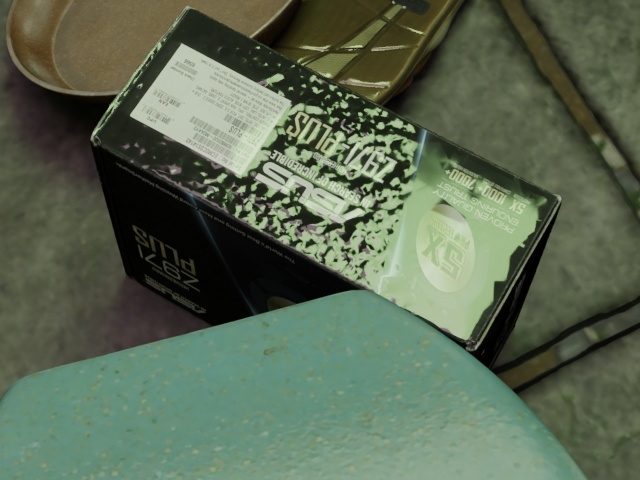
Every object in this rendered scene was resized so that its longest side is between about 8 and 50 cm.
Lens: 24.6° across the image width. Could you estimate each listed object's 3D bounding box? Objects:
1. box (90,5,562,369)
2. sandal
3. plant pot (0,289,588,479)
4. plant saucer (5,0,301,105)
[{"bbox_3d":[0.000,0.000,0.648,0.180,0.147,0.077,29,69,10],"label":"box"},{"bbox_3d":[0.026,-0.103,0.750,0.072,0.049,0.180,30,55,18],"label":"sandal"},{"bbox_3d":[-0.011,0.168,0.536,0.248,0.247,0.252,-14,57,-6],"label":"plant pot"},{"bbox_3d":[-0.075,-0.123,0.736,0.169,0.029,0.168,-12,47,13],"label":"plant saucer"}]
